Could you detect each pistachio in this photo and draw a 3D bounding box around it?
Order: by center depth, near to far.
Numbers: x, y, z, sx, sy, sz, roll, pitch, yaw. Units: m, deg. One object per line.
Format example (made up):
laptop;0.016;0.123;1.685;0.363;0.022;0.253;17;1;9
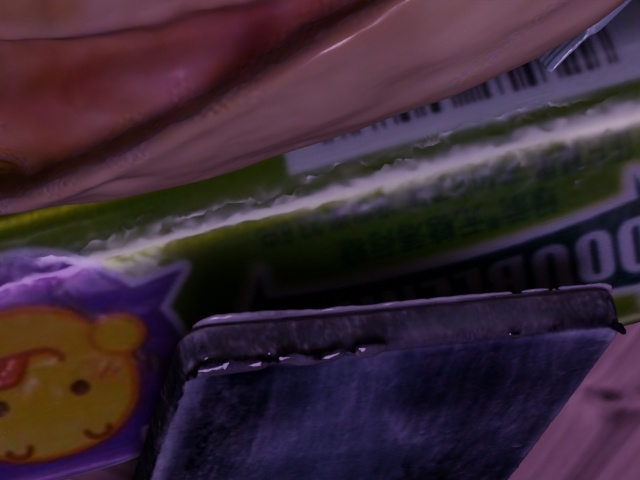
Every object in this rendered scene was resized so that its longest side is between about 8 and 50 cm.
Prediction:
pistachio;-0.013;-0.111;0.561;0.299;0.187;0.187;-25;123;12

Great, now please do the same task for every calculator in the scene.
calculator;0.003;0.092;0.717;0.161;0.021;0.262;-5;151;-19

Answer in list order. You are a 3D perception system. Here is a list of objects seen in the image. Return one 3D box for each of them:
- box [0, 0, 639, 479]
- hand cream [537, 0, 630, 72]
box;0.000;0.000;0.687;0.345;0.097;0.134;-15;127;-1
hand cream;0.176;-0.192;0.609;0.331;0.085;0.058;-42;130;13
